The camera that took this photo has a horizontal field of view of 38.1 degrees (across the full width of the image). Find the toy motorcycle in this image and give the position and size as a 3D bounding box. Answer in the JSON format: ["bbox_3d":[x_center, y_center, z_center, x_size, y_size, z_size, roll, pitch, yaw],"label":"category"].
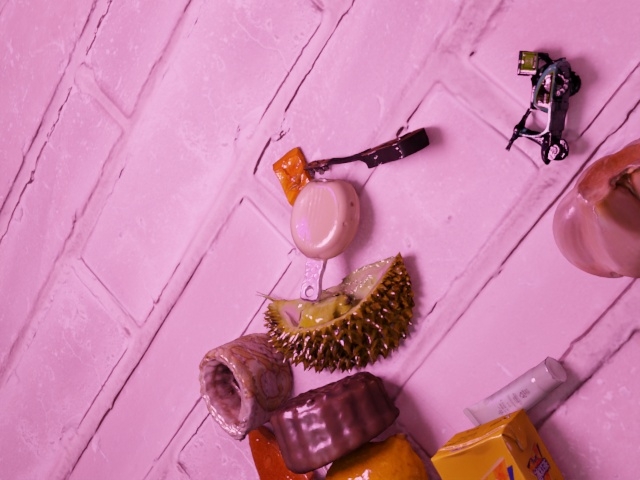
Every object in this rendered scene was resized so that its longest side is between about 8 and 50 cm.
[{"bbox_3d":[0.347,-0.205,1.442,0.100,0.058,0.173,14,106,40],"label":"toy motorcycle"}]

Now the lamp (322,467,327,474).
[{"bbox_3d":[0.001,0.459,1.823,0.050,0.056,0.198,-47,69,35],"label":"lamp"}]

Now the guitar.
[{"bbox_3d":[0.073,-0.146,1.642,0.271,0.084,0.038,-12,103,43],"label":"guitar"}]

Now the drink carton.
[{"bbox_3d":[0.342,0.468,1.523,0.155,0.111,0.351,-32,88,36],"label":"drink carton"}]

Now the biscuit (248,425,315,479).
[{"bbox_3d":[-0.070,0.490,1.873,0.280,0.043,0.183,57,133,24],"label":"biscuit"}]

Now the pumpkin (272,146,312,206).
[{"bbox_3d":[-0.052,-0.117,1.752,0.073,0.035,0.101,-33,82,38],"label":"pumpkin"}]

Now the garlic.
[{"bbox_3d":[0.470,-0.053,1.322,0.281,0.184,0.203,-40,102,14],"label":"garlic"}]

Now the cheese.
[{"bbox_3d":[0.000,0.000,1.683,0.137,0.064,0.227,7,84,39],"label":"cheese"}]

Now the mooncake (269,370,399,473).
[{"bbox_3d":[0.021,0.318,1.670,0.228,0.228,0.124,-31,83,35],"label":"mooncake"}]

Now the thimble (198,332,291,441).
[{"bbox_3d":[-0.144,0.286,1.830,0.137,0.143,0.190,-18,88,36],"label":"thimble"}]

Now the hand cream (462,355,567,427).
[{"bbox_3d":[0.327,0.268,1.557,0.078,0.050,0.205,51,128,10],"label":"hand cream"}]

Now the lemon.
[{"bbox_3d":[0.099,0.451,1.669,0.187,0.187,0.244,39,119,23],"label":"lemon"}]

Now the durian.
[{"bbox_3d":[0.031,0.150,1.726,0.356,0.157,0.169,-19,53,36],"label":"durian"}]
